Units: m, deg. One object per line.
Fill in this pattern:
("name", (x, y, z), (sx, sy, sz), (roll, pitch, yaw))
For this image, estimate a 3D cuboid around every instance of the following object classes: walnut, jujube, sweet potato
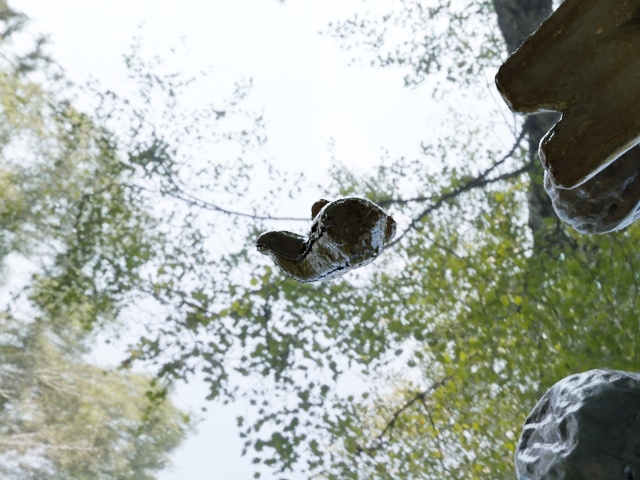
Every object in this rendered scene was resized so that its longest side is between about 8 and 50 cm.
("walnut", (0.537, -0.121, 1.348), (0.224, 0.224, 0.224), (-18, -130, 22))
("jujube", (0.411, 0.313, 1.027), (0.215, 0.308, 0.246), (24, -101, 1))
("sweet potato", (0.002, 0.005, 0.777), (0.062, 0.081, 0.233), (-36, -172, -29))

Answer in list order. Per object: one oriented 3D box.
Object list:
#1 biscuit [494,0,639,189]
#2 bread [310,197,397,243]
("biscuit", (0.392, -0.236, 1.008), (0.290, 0.062, 0.236), (-47, -122, 41))
("bread", (0.057, -0.033, 1.219), (0.044, 0.157, 0.052), (-95, -156, -52))
